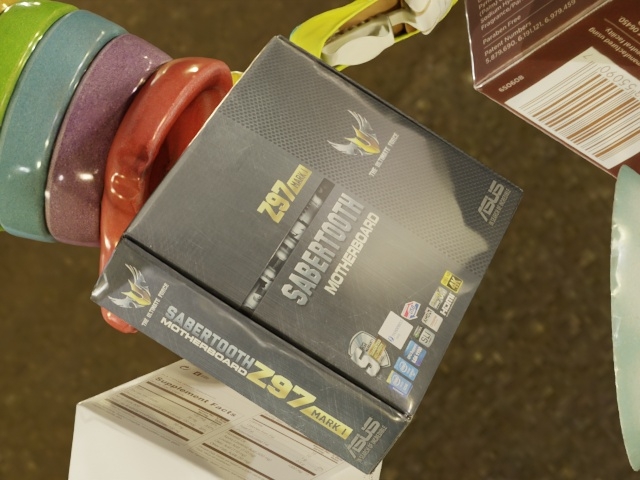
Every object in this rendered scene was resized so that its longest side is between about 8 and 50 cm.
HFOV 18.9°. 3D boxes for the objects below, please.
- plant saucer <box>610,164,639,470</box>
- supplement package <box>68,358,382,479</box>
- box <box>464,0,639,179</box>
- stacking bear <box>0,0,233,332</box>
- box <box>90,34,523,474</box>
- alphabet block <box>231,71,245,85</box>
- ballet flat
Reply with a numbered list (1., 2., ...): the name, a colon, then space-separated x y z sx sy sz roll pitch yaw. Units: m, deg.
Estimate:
1. plant saucer: 0.213 0.048 1.212 0.037 0.195 0.195 -3 44 16
2. supplement package: -0.088 0.262 1.542 0.204 0.262 0.145 23 27 30
3. box: 0.209 -0.183 1.313 0.167 0.168 0.203 -33 45 35
4. stacking bear: -0.217 -0.086 1.236 0.289 0.175 0.164 19 46 9
5. box: 0.000 0.000 1.101 0.059 0.183 0.232 -58 -1 40
6. alphabet block: -0.007 -0.003 1.624 0.192 0.197 0.193 -59 44 23
7. ballet flat: 0.076 -0.236 2.052 0.231 0.077 0.077 -28 33 -10
